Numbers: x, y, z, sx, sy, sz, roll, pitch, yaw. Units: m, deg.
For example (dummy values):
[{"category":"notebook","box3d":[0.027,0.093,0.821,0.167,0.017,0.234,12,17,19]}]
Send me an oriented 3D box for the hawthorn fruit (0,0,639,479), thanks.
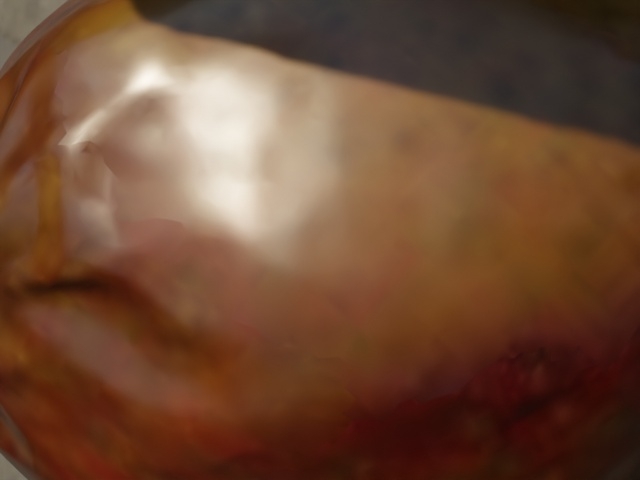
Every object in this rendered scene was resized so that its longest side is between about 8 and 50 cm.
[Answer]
[{"category":"hawthorn fruit","box3d":[0.022,-0.004,0.699,0.325,0.308,0.308,24,58,-37]}]
